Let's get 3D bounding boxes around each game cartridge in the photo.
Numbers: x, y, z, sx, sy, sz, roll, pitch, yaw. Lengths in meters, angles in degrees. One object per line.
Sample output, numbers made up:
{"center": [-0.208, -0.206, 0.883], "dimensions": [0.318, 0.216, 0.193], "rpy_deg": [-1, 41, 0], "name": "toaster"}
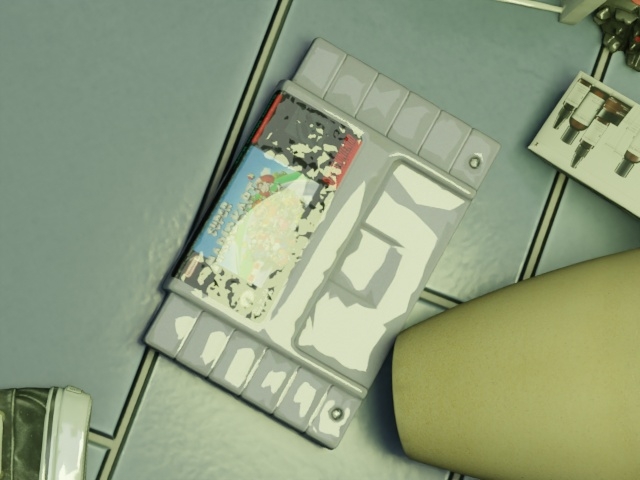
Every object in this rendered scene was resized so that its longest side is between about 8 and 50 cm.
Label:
{"center": [0.000, 0.000, 1.799], "dimensions": [0.230, 0.068, 0.355], "rpy_deg": [30, 81, -10], "name": "game cartridge"}

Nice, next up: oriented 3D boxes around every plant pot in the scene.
{"center": [0.215, 0.137, 1.735], "dimensions": [0.274, 0.256, 0.256], "rpy_deg": [-5, 86, 14], "name": "plant pot"}

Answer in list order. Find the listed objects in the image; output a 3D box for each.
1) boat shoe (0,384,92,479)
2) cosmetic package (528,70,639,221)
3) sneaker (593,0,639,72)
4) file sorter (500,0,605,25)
{"center": [-0.288, 0.301, 1.706], "dimensions": [0.119, 0.121, 0.335], "rpy_deg": [5, 73, -1], "name": "boat shoe"}
{"center": [0.329, -0.067, 1.784], "dimensions": [0.239, 0.060, 0.099], "rpy_deg": [35, 95, 32], "name": "cosmetic package"}
{"center": [0.423, -0.220, 1.869], "dimensions": [0.276, 0.097, 0.135], "rpy_deg": [17, 66, 2], "name": "sneaker"}
{"center": [0.218, -0.382, 1.800], "dimensions": [0.173, 0.193, 0.277], "rpy_deg": [9, 84, -6], "name": "file sorter"}
